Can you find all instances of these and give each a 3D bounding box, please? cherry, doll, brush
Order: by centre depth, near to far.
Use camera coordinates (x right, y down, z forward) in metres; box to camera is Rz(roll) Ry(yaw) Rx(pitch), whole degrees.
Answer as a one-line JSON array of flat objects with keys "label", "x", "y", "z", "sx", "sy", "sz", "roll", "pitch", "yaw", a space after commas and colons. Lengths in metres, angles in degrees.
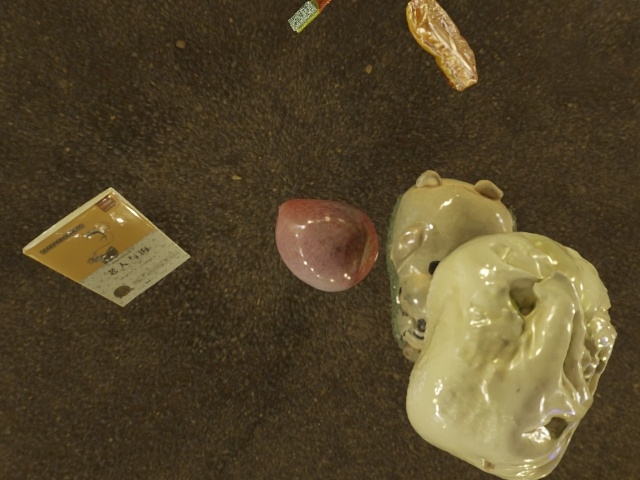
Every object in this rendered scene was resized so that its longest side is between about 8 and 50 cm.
[{"label": "brush", "x": -0.006, "y": -0.303, "z": 0.577, "sx": 0.083, "sy": 0.021, "sz": 0.018, "roll": -28, "pitch": 93, "yaw": 31}, {"label": "doll", "x": 0.231, "y": 0.054, "z": 0.839, "sx": 0.248, "sy": 0.247, "sz": 0.348, "roll": 12, "pitch": 90, "yaw": -5}, {"label": "cherry", "x": 0.006, "y": 0.009, "z": 1.024, "sx": 0.240, "sy": 0.239, "sz": 0.205, "roll": -3, "pitch": 106, "yaw": -3}]

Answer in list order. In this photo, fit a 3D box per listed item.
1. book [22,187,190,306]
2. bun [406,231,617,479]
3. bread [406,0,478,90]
[{"label": "book", "x": -0.574, "y": 0.038, "z": 1.265, "sx": 0.269, "sy": 0.389, "sz": 0.032, "roll": -37, "pitch": 58, "yaw": -4}, {"label": "bun", "x": 0.179, "y": 0.099, "z": 0.403, "sx": 0.230, "sy": 0.145, "sz": 0.229, "roll": 1, "pitch": 88, "yaw": -38}, {"label": "bread", "x": 0.311, "y": -0.491, "z": 1.135, "sx": 0.271, "sy": 0.077, "sz": 0.139, "roll": 23, "pitch": 58, "yaw": -44}]
